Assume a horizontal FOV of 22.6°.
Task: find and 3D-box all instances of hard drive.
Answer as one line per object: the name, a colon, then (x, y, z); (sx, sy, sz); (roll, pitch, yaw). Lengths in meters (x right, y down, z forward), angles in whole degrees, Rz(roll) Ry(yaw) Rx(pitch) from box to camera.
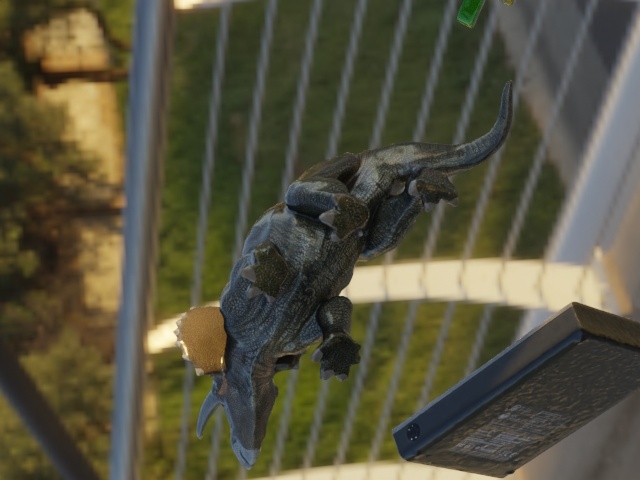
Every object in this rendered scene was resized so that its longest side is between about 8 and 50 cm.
hard drive: (0.118, 0.085, 0.875); (0.135, 0.094, 0.022); (-39, 52, 31)

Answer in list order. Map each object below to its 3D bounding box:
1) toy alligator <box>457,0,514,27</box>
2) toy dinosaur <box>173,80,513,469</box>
toy alligator: (0.133, -0.231, 1.149); (0.189, 0.056, 0.051); (105, -168, -52)
toy dinosaur: (0.000, 0.000, 1.054); (0.313, 0.121, 0.160); (-58, 20, -5)
